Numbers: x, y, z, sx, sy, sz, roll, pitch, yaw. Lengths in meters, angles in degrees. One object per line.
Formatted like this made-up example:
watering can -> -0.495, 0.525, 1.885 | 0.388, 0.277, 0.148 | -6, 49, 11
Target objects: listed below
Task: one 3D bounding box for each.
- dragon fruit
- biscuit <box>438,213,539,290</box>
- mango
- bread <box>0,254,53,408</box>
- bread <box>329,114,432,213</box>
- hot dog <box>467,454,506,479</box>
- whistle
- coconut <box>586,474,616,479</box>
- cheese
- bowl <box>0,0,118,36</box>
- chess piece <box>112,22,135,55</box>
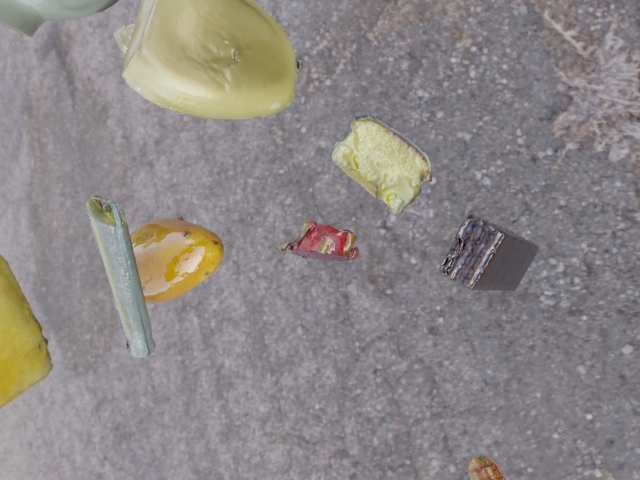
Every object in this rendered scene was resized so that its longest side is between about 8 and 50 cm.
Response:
dragon fruit -> 0.005, 0.001, 1.226 | 0.126, 0.112, 0.068 | 3, 81, 25
biscuit -> 0.309, 0.030, 1.227 | 0.073, 0.388, 0.107 | 32, 100, 25
mango -> -0.330, 0.045, 1.487 | 0.290, 0.191, 0.159 | -10, 121, 38
bread -> -0.226, 0.010, 0.342 | 0.246, 0.094, 0.102 | 33, 144, 35
bread -> 0.157, -0.197, 1.779 | 0.174, 0.252, 0.133 | -53, 3, 2
hot dog -> 0.443, 0.644, 1.679 | 0.076, 0.104, 0.250 | -48, 49, 36
whistle -> -0.352, 0.070, 1.240 | 0.068, 0.057, 0.326 | 15, 125, 30
coconut -> 0.324, 0.333, 0.787 | 0.122, 0.116, 0.116 | 35, 117, 26
cheese -> -0.177, -0.327, 1.216 | 0.128, 0.316, 0.259 | 4, 76, 61
bowl -> -0.354, -0.338, 0.726 | 0.354, 0.354, 0.185 | 30, 97, 48
chess piece -> -0.348, -0.422, 1.382 | 0.122, 0.066, 0.066 | -28, 64, 16
